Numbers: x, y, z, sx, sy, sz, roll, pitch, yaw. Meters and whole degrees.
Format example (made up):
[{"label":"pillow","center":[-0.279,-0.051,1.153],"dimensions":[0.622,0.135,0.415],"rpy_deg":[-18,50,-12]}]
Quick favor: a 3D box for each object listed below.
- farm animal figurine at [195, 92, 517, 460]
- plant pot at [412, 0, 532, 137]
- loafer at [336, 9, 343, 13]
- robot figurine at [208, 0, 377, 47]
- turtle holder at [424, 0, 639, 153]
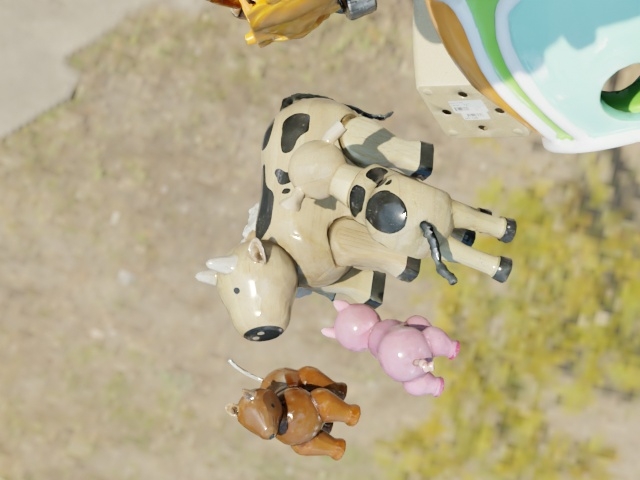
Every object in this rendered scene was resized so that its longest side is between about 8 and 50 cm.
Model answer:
[{"label":"farm animal figurine","center":[0.000,0.000,1.527],"dimensions":[0.172,0.327,0.330],"rpy_deg":[20,132,-19]},{"label":"plant pot","center":[0.131,-0.140,1.505],"dimensions":[0.109,0.096,0.109],"rpy_deg":[1,150,29]},{"label":"loafer","center":[0.020,-0.233,1.243],"dimensions":[0.062,0.170,0.061],"rpy_deg":[9,152,-39]},{"label":"robot figurine","center":[0.017,-0.156,0.769],"dimensions":[0.211,0.085,0.291],"rpy_deg":[-22,172,-1]},{"label":"turtle holder","center":[0.226,-0.195,1.315],"dimensions":[0.320,0.227,0.243],"rpy_deg":[-17,-170,-20]}]
